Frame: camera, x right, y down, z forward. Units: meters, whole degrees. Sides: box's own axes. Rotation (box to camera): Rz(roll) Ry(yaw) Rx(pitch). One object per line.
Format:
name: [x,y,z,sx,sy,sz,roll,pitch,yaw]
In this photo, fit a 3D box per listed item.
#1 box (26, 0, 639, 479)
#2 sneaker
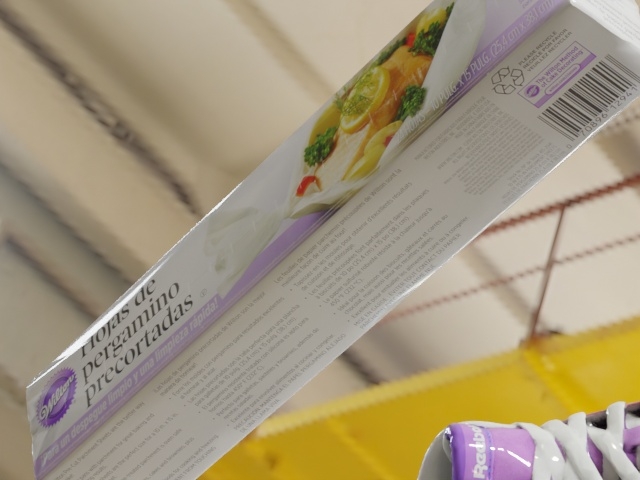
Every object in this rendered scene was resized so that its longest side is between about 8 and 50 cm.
box: [0.000,0.000,0.778,0.067,0.063,0.324,29,-60,-34]
sneaker: [0.153,0.117,0.928,0.161,0.102,0.282,32,-62,-28]
